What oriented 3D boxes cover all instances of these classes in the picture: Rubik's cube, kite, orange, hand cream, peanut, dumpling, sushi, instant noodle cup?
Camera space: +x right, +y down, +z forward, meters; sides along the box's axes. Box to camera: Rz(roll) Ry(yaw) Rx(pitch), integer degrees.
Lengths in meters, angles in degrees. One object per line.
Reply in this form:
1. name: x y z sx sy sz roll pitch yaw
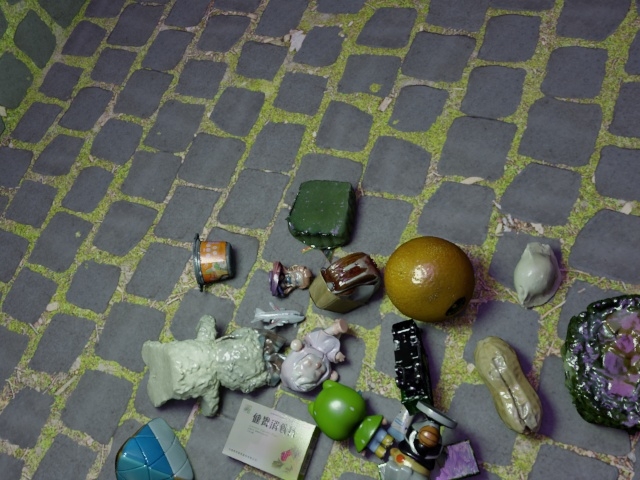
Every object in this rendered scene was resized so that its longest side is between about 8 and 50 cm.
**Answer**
1. Rubik's cube: -0.517 0.723 1.791 0.254 0.254 0.255 -7 64 14
2. kite: 0.000 0.000 2.041 0.159 0.010 0.190 -39 60 -3
3. orange: 0.328 0.116 1.743 0.274 0.274 0.274 -7 64 14
4. hand cream: 0.259 0.506 1.709 0.065 0.043 0.171 22 76 39
5. peanut: 0.527 0.403 1.630 0.130 0.130 0.290 -25 63 4
6. dumpling: 0.660 0.108 1.746 0.155 0.181 0.111 5 25 -12
7. sushi: 0.802 0.332 1.549 0.294 0.178 0.352 -5 68 17
8. instant noodle cup: -0.371 0.072 2.042 0.125 0.177 0.208 -6 95 -3

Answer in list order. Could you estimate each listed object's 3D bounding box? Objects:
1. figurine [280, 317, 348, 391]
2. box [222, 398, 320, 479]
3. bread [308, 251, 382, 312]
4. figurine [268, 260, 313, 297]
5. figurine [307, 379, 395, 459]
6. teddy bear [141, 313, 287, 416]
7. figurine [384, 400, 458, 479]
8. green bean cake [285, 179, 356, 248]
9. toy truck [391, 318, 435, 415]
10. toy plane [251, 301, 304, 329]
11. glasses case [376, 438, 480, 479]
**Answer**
1. figurine: -0.015 0.357 1.811 0.276 0.200 0.133 -48 21 -10
2. box: -0.150 0.612 1.772 0.260 0.062 0.175 13 70 23
3. bread: 0.084 0.131 1.833 0.212 0.224 0.142 -44 57 19
4. figurine: -0.108 0.126 1.971 0.157 0.114 0.126 -13 93 -21
5. figurine: 0.093 0.528 1.699 0.263 0.143 0.162 35 96 15
6. teddy bear: -0.345 0.404 1.900 0.375 0.362 0.328 -22 77 54
7. figurine: 0.259 0.559 1.529 0.133 0.176 0.236 27 87 17
8. green bean cake: 0.005 -0.092 2.012 0.222 0.125 0.227 7 63 19
9. toy truck: 0.268 0.364 1.703 0.088 0.121 0.259 -18 41 18
10. toy plane: -0.140 0.255 1.920 0.171 0.066 0.162 9 23 -3
11. glasses case: 0.301 0.642 1.622 0.272 0.062 0.095 -18 60 8
